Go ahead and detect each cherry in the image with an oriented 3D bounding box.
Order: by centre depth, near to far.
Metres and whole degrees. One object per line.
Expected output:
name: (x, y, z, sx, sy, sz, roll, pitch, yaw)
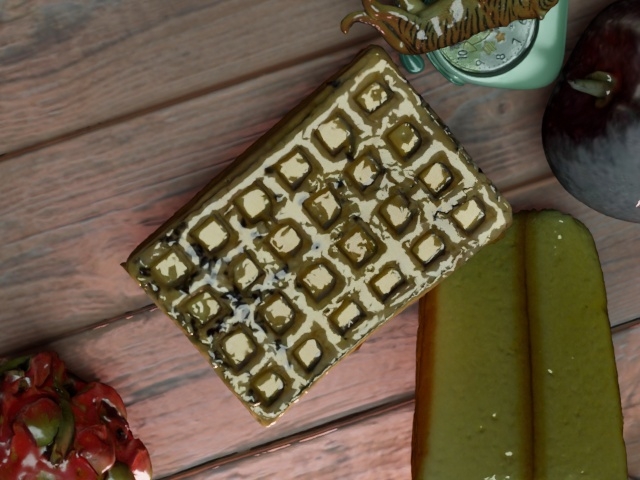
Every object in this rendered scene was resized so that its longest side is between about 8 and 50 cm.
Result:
cherry: (0.373, -0.141, 1.487, 0.296, 0.218, 0.255, 17, 99, -26)

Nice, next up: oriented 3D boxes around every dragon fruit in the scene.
dragon fruit: (-0.312, 0.272, 1.549, 0.237, 0.231, 0.303, -7, 96, 0)

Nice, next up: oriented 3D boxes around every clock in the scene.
clock: (0.178, -0.245, 1.508, 0.188, 0.060, 0.148, 1, 111, -8)

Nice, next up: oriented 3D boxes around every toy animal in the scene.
toy animal: (0.139, -0.248, 1.434, 0.241, 0.057, 0.099, -22, 118, -1)

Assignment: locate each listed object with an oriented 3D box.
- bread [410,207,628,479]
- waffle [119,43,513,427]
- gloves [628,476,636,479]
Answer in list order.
bread: (0.225, 0.159, 1.612, 0.233, 0.245, 0.362, 3, 67, 2)
waffle: (0.000, 0.000, 1.509, 0.376, 0.114, 0.261, -41, 99, 2)
gloves: (0.373, 0.378, 1.764, 0.114, 0.070, 0.153, 11, 102, -3)
